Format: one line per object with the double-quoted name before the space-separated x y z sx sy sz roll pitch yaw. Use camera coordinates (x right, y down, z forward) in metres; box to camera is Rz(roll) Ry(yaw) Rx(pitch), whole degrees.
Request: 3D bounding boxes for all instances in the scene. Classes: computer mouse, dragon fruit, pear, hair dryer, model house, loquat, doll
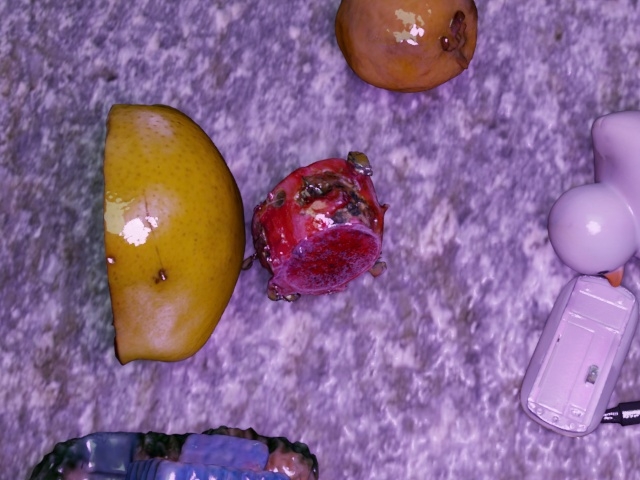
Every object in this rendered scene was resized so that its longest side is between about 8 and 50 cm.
"computer mouse" 0.381 0.167 1.289 0.125 0.056 0.245 21 73 16
"dragon fruit" 0.000 0.000 1.339 0.282 0.211 0.147 -44 62 22
"pear" -0.208 -0.013 1.305 0.191 0.340 0.387 -4 93 -3
"hair dryer" 0.522 0.250 1.239 0.247 0.070 0.114 -11 72 10
"model house" -0.253 0.424 1.143 0.445 0.400 0.395 5 77 12
"loquat" 0.140 -0.348 1.419 0.238 0.193 0.238 -8 49 10
"doll" 0.426 -0.058 1.268 0.221 0.221 0.251 -8 99 7
